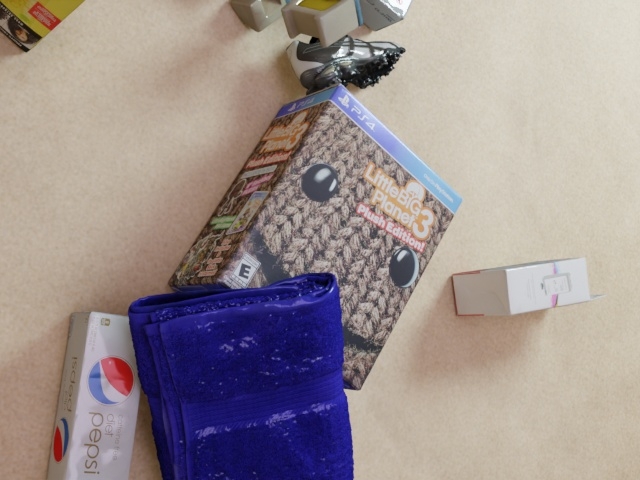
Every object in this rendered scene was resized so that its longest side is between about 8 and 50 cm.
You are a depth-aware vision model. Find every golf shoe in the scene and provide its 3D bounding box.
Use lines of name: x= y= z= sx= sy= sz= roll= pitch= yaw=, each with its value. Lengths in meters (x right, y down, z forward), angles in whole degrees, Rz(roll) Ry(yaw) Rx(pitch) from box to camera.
golf shoe: x=0.037 y=-0.247 z=1.274 sx=0.094 sy=0.077 sz=0.198 roll=52 pitch=40 yaw=11

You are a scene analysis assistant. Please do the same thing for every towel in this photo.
towel: x=-0.078 y=0.194 z=1.069 sx=0.227 sy=0.076 sz=0.308 roll=-8 pitch=114 yaw=-6

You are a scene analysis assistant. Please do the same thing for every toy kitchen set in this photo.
toy kitchen set: x=-0.032 y=-0.362 z=1.161 sx=0.122 sy=0.166 sz=0.207 roll=-43 pitch=136 yaw=-27

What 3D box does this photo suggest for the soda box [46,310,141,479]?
soda box: x=-0.247 y=0.189 z=1.067 sx=0.074 sy=0.069 sz=0.216 roll=12 pitch=80 yaw=-31

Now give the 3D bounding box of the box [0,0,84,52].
box: x=-0.282 y=-0.267 z=0.987 sx=0.087 sy=0.232 sz=0.058 roll=44 pitch=63 yaw=-22

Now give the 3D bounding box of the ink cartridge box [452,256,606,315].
ink cartridge box: x=0.303 y=0.065 z=1.391 sx=0.198 sy=0.115 sz=0.067 roll=-5 pitch=88 yaw=-33

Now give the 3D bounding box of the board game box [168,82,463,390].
board game box: x=0.000 y=0.000 z=1.193 sx=0.232 sy=0.141 sz=0.291 roll=39 pitch=67 yaw=-23

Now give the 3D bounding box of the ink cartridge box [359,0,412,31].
ink cartridge box: x=0.080 y=-0.396 z=1.317 sx=0.127 sy=0.072 sz=0.175 roll=34 pitch=69 yaw=-25
